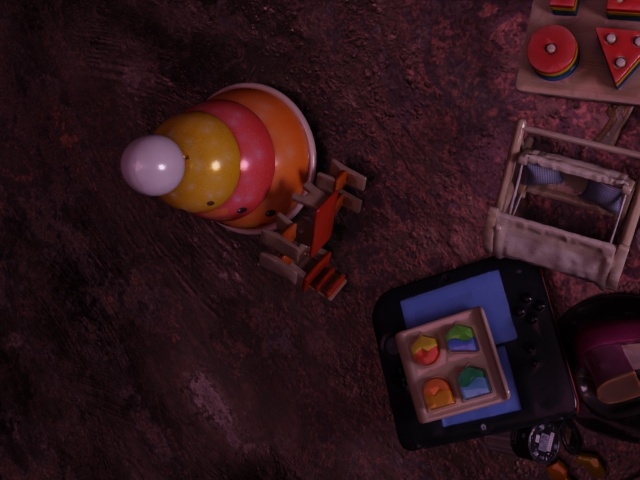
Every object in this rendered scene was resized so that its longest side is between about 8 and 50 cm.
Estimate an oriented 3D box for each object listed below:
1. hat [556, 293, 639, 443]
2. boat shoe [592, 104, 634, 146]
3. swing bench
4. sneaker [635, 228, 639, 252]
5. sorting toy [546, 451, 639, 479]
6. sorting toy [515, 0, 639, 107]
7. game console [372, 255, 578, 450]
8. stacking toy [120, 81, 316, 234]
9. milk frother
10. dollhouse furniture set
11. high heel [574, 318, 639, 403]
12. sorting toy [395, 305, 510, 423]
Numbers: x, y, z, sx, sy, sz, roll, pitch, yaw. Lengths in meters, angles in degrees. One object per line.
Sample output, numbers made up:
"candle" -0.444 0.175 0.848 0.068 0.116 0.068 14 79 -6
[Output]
"hat" 0.587 0.258 1.480 0.331 0.134 0.332 4 98 26
"boat shoe" 0.556 -0.235 1.465 0.045 0.050 0.135 27 108 15
"swing bench" 0.457 -0.061 1.447 0.253 0.165 0.255 17 90 21
"sneaker" 0.677 0.051 1.409 0.153 0.094 0.235 -26 96 -11
"sorting toy" 0.609 0.553 1.569 0.229 0.041 0.307 -38 80 30
"sorting toy" 0.503 -0.389 1.419 0.257 0.089 0.256 12 92 24
"game console" 0.300 0.227 1.598 0.386 0.060 0.342 -20 68 28
"stacking toy" -0.254 -0.161 1.633 0.350 0.480 0.351 4 100 26
"milk frother" 0.439 0.403 1.600 0.143 0.129 0.134 42 158 -19
"dollhouse furniture set" 0.000 0.000 1.679 0.135 0.262 0.259 30 143 17
"high heel" 0.629 0.148 1.341 0.377 0.181 0.127 -18 121 14
"sorting toy" 0.259 0.252 1.572 0.208 0.038 0.193 -23 73 27
